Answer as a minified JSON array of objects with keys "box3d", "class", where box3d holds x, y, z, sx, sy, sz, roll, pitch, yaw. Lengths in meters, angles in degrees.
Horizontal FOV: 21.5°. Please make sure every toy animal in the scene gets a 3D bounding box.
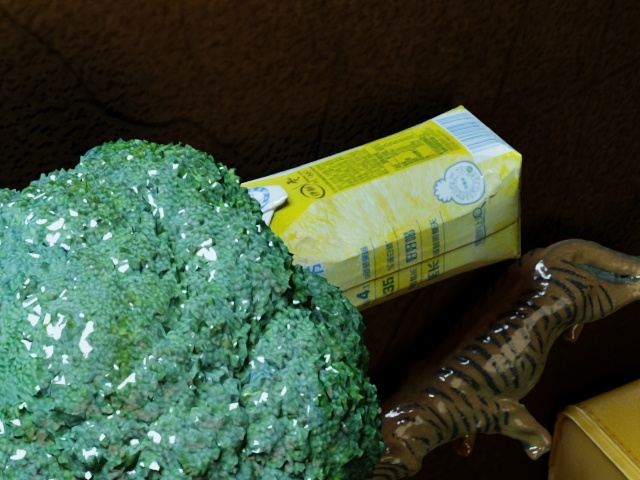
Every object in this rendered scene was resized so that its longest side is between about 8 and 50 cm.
[{"box3d":[0.110,0.068,0.960,0.241,0.057,0.099,-45,135,5],"class":"toy animal"}]

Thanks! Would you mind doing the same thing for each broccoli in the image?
[{"box3d":[-0.100,0.096,0.722,0.270,0.270,0.270,-28,155,-13],"class":"broccoli"}]

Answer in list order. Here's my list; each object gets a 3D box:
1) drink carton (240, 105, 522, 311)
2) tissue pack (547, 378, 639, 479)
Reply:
[{"box3d":[0.000,0.000,0.825,0.200,0.074,0.084,-21,132,-21],"class":"drink carton"},{"box3d":[0.296,0.167,1.098,0.274,0.145,0.194,-17,129,-21],"class":"tissue pack"}]
